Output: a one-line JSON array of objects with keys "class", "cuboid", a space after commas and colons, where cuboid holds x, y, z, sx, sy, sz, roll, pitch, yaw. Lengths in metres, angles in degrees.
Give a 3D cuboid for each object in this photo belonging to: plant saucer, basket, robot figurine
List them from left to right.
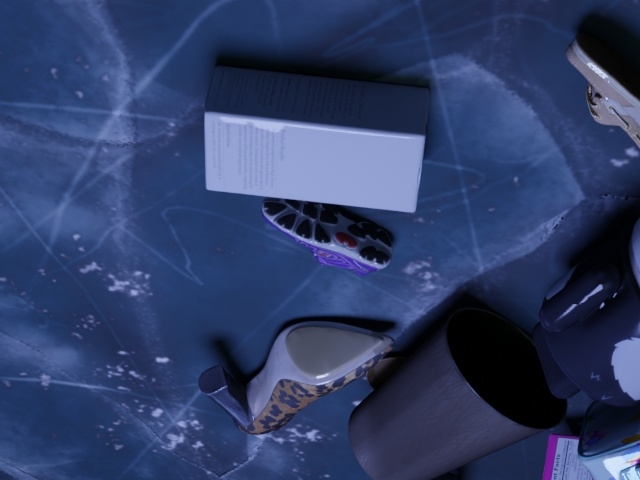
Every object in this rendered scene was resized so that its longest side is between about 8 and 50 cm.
[{"class": "plant saucer", "cuboid": [0.102, 0.174, 1.737, 0.083, 0.015, 0.083, 5, 137, 5]}, {"class": "basket", "cuboid": [0.155, 0.210, 1.654, 0.204, 0.154, 0.227, 27, 132, -28]}, {"class": "robot figurine", "cuboid": [0.358, 0.078, 1.469, 0.173, 0.209, 0.278, 47, 132, 3]}]

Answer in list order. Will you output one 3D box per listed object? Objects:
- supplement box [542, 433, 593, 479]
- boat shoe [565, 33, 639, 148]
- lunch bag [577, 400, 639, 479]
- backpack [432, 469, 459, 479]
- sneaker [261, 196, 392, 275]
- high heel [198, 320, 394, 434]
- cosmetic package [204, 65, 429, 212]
[{"class": "supplement box", "cuboid": [0.405, 0.320, 1.705, 0.220, 0.114, 0.111, 2, 161, 37]}, {"class": "boat shoe", "cuboid": [0.297, -0.139, 1.332, 0.170, 0.063, 0.059, 36, 126, -26]}, {"class": "lunch bag", "cuboid": [0.431, 0.208, 1.514, 0.279, 0.224, 0.108, -29, 100, 22]}, {"class": "backpack", "cuboid": [0.144, 0.359, 1.875, 0.105, 0.084, 0.114, 8, 132, 3]}, {"class": "sneaker", "cuboid": [0.000, 0.000, 1.535, 0.170, 0.068, 0.071, 29, 140, -20]}, {"class": "high heel", "cuboid": [-0.009, 0.184, 1.740, 0.261, 0.093, 0.186, -16, 150, 14]}, {"class": "cosmetic package", "cuboid": [-0.005, -0.107, 1.409, 0.231, 0.085, 0.117, 6, 137, 1]}]
